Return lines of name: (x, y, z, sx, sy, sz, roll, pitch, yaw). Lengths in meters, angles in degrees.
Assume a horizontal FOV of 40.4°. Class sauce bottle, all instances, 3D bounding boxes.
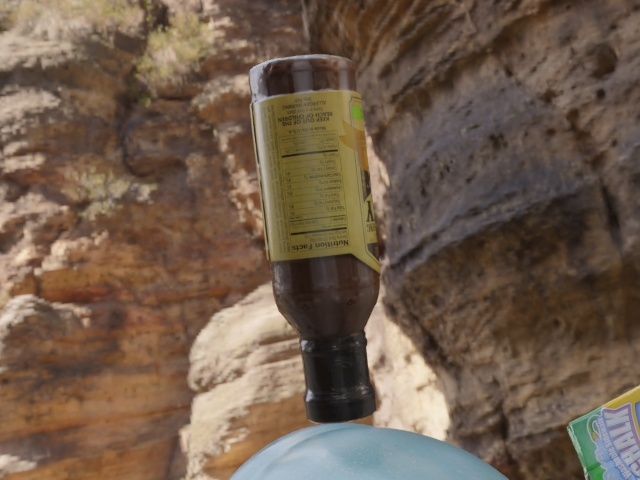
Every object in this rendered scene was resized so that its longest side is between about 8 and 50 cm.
sauce bottle: (0.000, 0.000, 0.843, 0.111, 0.344, 0.111, -6, 2, 0)

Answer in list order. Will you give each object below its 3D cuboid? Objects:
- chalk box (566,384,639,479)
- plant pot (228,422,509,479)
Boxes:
chalk box: (0.289, 0.190, 0.672, 0.213, 0.132, 0.132, -37, -48, 23)
plant pot: (0.071, 0.269, 0.613, 0.293, 0.293, 0.196, -2, -14, -33)
